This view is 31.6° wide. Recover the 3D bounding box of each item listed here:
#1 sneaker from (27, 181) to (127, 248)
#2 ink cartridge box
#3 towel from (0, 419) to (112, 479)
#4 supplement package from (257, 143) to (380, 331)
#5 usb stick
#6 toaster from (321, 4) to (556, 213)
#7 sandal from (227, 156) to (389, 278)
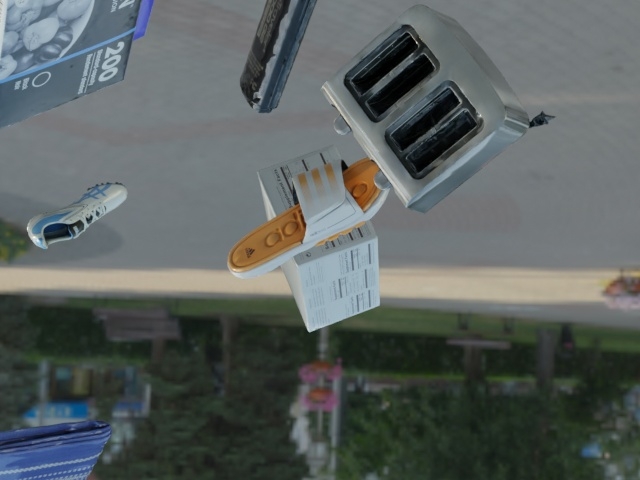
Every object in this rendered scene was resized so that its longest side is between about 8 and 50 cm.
[{"bbox_3d":[-0.528,-0.052,2.499,0.237,0.086,0.085,-28,146,-17],"label":"sneaker"},{"bbox_3d":[-0.204,-0.203,0.986,0.208,0.045,0.206,-33,163,-35],"label":"ink cartridge box"},{"bbox_3d":[-0.408,0.327,1.328,0.243,0.040,0.336,0,135,-44],"label":"towel"},{"bbox_3d":[0.000,0.000,1.983,0.145,0.204,0.262,-20,152,-8],"label":"supplement package"},{"bbox_3d":[-0.033,-0.274,1.299,0.045,0.077,0.278,-1,132,-30],"label":"usb stick"},{"bbox_3d":[0.117,-0.142,1.200,0.185,0.168,0.110,-39,167,18],"label":"toaster"},{"bbox_3d":[-0.026,-0.039,1.539,0.265,0.102,0.076,-32,134,8],"label":"sandal"}]
